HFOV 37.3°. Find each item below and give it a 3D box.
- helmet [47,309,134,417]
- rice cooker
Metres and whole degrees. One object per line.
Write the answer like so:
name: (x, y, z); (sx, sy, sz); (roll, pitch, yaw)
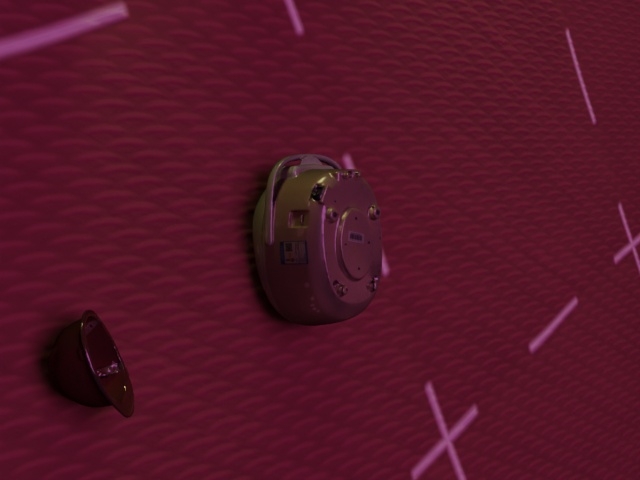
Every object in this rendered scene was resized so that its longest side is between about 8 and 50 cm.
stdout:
helmet: (-0.228, 0.127, 0.913); (0.089, 0.057, 0.111); (-106, 175, -69)
rice cooker: (0.000, 0.000, 1.128); (0.145, 0.127, 0.206); (-5, 96, -47)
